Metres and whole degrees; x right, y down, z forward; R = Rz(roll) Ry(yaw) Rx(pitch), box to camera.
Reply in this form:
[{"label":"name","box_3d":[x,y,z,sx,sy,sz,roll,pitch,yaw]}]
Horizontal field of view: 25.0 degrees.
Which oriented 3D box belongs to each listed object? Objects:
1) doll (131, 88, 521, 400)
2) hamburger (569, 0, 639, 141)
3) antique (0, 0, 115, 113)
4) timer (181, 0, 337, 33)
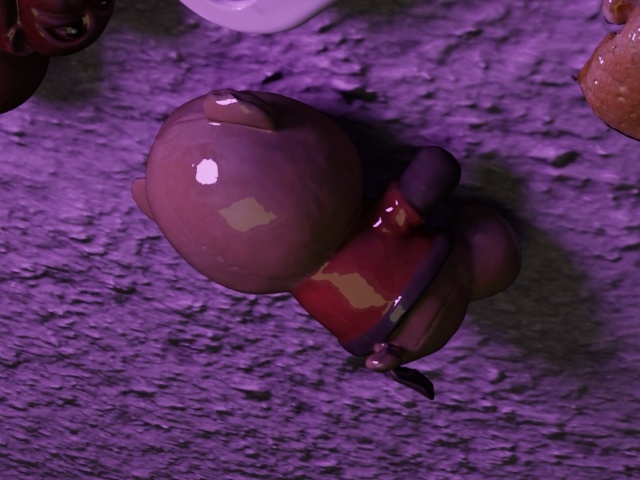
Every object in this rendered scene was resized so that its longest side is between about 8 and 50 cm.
[{"label":"doll","box_3d":[0.000,0.000,1.228,0.330,0.174,0.235,32,147,-13]},{"label":"hamburger","box_3d":[0.316,-0.149,0.902,0.288,0.167,0.192,15,142,11]},{"label":"antique","box_3d":[-0.266,-0.184,1.196,0.143,0.121,0.257,37,140,-27]},{"label":"timer","box_3d":[-0.048,-0.272,1.009,0.237,0.087,0.262,41,138,-20]}]
